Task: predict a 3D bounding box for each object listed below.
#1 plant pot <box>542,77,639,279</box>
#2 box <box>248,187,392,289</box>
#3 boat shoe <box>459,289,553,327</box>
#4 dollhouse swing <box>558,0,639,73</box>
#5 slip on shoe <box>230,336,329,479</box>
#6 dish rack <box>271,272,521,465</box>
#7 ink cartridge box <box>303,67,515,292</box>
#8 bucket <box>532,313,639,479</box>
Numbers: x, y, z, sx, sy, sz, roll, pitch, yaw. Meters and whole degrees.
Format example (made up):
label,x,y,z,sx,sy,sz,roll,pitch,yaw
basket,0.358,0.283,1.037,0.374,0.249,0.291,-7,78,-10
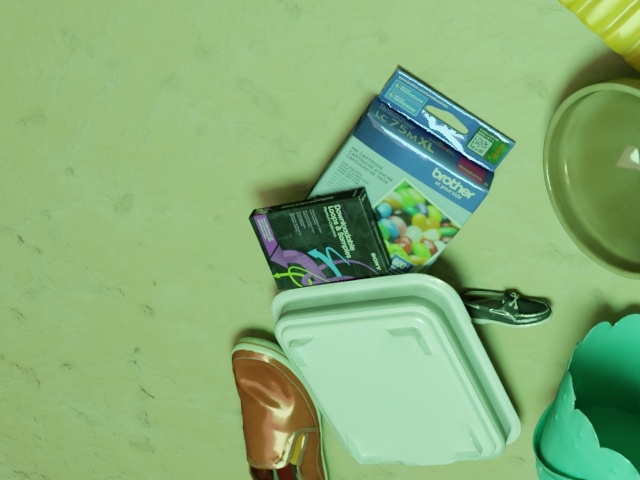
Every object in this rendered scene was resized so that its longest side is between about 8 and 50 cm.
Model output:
label,x,y,z,sx,sy,sz,roll,pitch,yaw
plant pot,0.382,-0.081,1.480,0.237,0.109,0.237,31,131,43
box,0.000,0.000,1.655,0.162,0.029,0.116,-11,116,23
boat shoe,0.245,0.087,1.693,0.125,0.046,0.038,4,126,25
dollhouse swing,0.410,-0.241,1.287,0.347,0.305,0.315,39,123,-9
slip on shoe,-0.062,0.288,1.872,0.123,0.101,0.331,2,120,26
dish rack,0.097,0.198,1.745,0.285,0.072,0.333,-9,127,30
ink cartridge box,0.090,-0.052,1.648,0.185,0.065,0.311,33,122,-4
bucket,0.410,0.249,1.607,0.281,0.281,0.183,21,133,4
